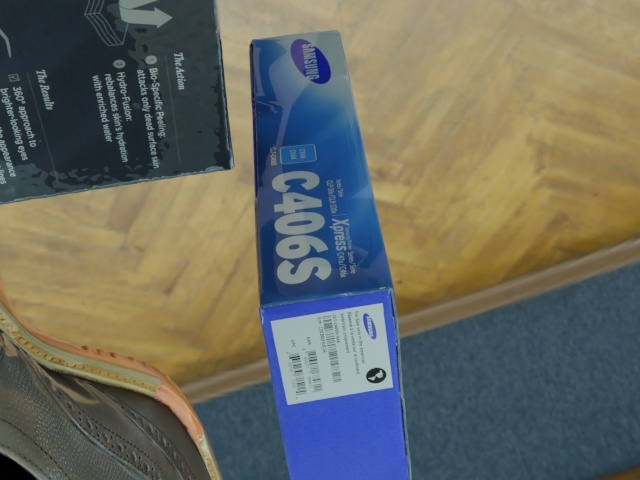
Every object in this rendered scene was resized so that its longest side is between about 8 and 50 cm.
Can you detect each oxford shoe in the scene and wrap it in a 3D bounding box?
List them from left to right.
[{"bbox_3d":[-0.131,0.112,0.446,0.130,0.133,0.364,-29,144,5],"label":"oxford shoe"}]

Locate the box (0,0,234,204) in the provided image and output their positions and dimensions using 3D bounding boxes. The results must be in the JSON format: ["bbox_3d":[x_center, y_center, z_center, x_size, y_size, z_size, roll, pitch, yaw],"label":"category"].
[{"bbox_3d":[-0.130,-0.105,0.528,0.158,0.093,0.156,-9,145,-8],"label":"box"}]

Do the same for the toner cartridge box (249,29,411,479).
[{"bbox_3d":[0.000,0.000,0.725,0.075,0.348,0.165,-6,124,0],"label":"toner cartridge box"}]
